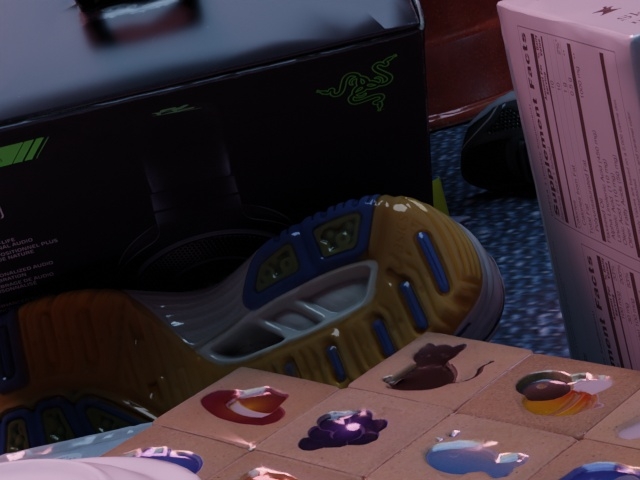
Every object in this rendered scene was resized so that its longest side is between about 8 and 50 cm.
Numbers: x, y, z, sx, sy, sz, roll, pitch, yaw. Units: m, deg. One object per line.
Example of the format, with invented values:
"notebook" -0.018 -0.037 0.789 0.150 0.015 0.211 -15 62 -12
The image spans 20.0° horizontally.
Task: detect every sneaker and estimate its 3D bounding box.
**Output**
"sneaker" -0.046 0.070 0.891 0.296 0.111 0.131 -16 -15 18
"sneaker" 0.171 -0.063 1.187 0.178 0.072 0.077 -12 26 26

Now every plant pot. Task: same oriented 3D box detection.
"plant pot" 0.049 -0.245 1.547 0.272 0.265 0.272 -13 16 4

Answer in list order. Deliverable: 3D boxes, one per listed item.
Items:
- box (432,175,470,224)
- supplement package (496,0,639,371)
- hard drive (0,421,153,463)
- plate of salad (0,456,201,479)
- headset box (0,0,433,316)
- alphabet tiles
"box" 0.000 0.000 1.155 0.109 0.042 0.178 2 23 43
"supplement package" 0.238 -0.035 0.782 0.262 0.204 0.145 -17 16 -12
"hard drive" -0.173 0.161 0.708 0.339 0.064 0.237 -12 16 4
"plate of salad" -0.127 0.120 0.571 0.200 0.048 0.200 -16 12 4
"headset box" -0.073 -0.051 0.921 0.246 0.283 0.131 -13 57 -4
"alphabet tiles" 0.002 0.115 0.608 0.285 0.011 0.342 8 27 40
